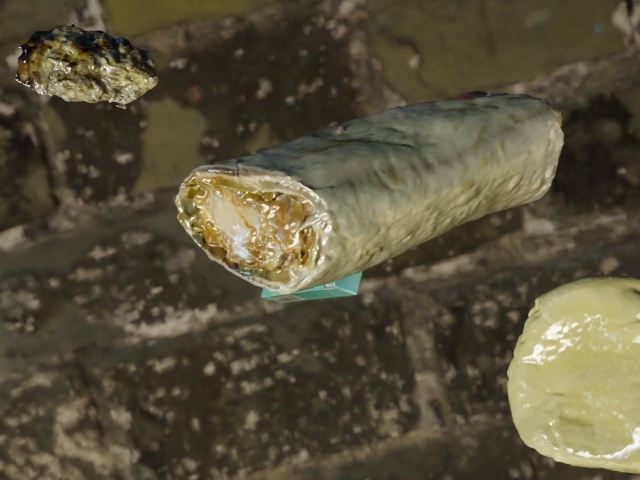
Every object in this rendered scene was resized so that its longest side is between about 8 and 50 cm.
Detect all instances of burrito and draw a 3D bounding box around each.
[{"bbox_3d":[0.044,-0.044,0.963,0.299,0.105,0.143,-19,31,-21],"label":"burrito"}]

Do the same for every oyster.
[{"bbox_3d":[-0.271,-0.207,1.386,0.177,0.056,0.105,24,60,15],"label":"oyster"}]

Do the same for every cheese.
[{"bbox_3d":[0.309,0.142,1.271,0.226,0.214,0.117,9,-4,35],"label":"cheese"}]

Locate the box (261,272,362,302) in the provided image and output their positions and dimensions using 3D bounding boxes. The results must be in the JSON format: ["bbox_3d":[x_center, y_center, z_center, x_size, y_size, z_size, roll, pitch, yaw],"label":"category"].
[{"bbox_3d":[0.001,0.000,1.594,0.041,0.162,0.229,20,-15,-24],"label":"box"}]

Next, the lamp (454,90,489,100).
[{"bbox_3d":[0.165,-0.107,1.244,0.090,0.101,0.101,-7,21,8],"label":"lamp"}]
